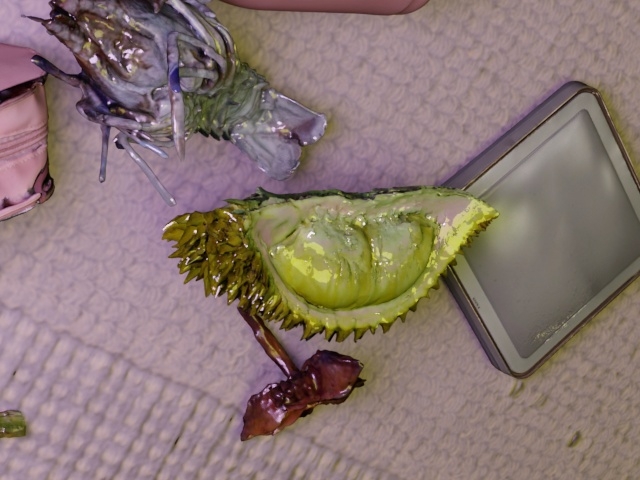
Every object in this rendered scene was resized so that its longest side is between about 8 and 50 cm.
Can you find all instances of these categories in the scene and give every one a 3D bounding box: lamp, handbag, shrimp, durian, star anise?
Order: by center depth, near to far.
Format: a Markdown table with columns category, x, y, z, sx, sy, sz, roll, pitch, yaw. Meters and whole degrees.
| category | x | y | z | sx | sy | sz | roll | pitch | yaw |
| --- | --- | --- | --- | --- | --- | --- | --- | --- | --- |
| handbag | -0.320 | -0.089 | 1.154 | 0.205 | 0.179 | 0.116 | -31 | 133 | -48 |
| shrimp | -0.121 | -0.136 | 1.199 | 0.221 | 0.166 | 0.410 | -53 | 168 | 7 |
| durian | 0.000 | 0.000 | 1.355 | 0.352 | 0.158 | 0.169 | -1 | 124 | -35 |
| star anise | -0.036 | 0.128 | 1.467 | 0.158 | 0.144 | 0.140 | -25 | 162 | -12 |
| lamp | 0.261 | -0.009 | 1.582 | 0.266 | 0.047 | 0.269 | -39 | 121 | -12 |

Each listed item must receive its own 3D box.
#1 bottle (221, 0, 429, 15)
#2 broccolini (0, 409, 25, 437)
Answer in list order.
| category | x | y | z | sx | sy | sz | roll | pitch | yaw |
| --- | --- | --- | --- | --- | --- | --- | --- | --- | --- |
| bottle | -0.041 | -0.311 | 1.246 | 0.297 | 0.173 | 0.206 | -4 | 91 | -25 |
| broccolini | -0.406 | 0.168 | 1.289 | 0.254 | 0.071 | 0.057 | 2 | 64 | -36 |
